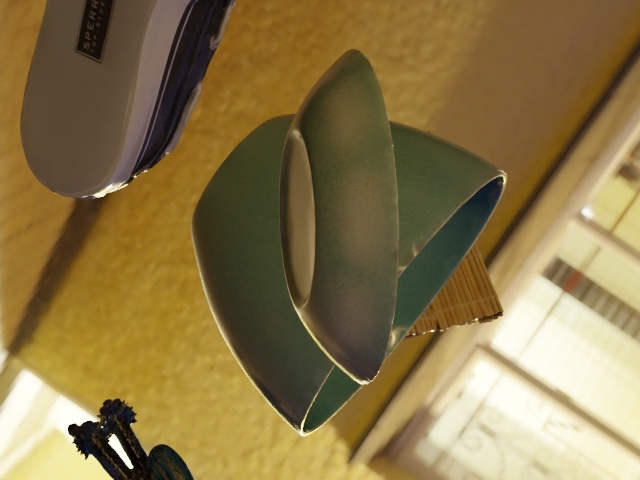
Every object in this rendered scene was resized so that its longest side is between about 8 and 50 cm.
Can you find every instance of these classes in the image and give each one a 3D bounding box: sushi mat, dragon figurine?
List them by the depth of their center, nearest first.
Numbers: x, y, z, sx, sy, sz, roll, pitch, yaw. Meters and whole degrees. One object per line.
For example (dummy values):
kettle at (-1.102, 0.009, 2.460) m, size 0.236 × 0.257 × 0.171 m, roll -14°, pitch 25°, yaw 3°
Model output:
dragon figurine at (-0.164, 0.269, 1.480) m, size 0.085 × 0.289 × 0.144 m, roll -36°, pitch 128°, yaw -14°
sushi mat at (0.093, -0.008, 1.644) m, size 0.317 × 0.151 × 0.019 m, roll -105°, pitch -173°, yaw -45°

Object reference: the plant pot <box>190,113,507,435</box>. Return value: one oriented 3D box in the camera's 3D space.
plant pot at (0.000, 0.000, 1.287) m, size 0.290 × 0.195 × 0.290 m, roll -50°, pitch 169°, yaw -14°

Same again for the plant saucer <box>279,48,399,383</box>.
plant saucer at (0.004, -0.013, 0.838) m, size 0.195 × 0.037 × 0.195 m, roll 177°, pitch -90°, yaw -78°

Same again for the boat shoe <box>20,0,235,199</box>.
boat shoe at (-0.090, -0.168, 0.884) m, size 0.105 × 0.113 × 0.306 m, roll -24°, pitch 135°, yaw -58°
